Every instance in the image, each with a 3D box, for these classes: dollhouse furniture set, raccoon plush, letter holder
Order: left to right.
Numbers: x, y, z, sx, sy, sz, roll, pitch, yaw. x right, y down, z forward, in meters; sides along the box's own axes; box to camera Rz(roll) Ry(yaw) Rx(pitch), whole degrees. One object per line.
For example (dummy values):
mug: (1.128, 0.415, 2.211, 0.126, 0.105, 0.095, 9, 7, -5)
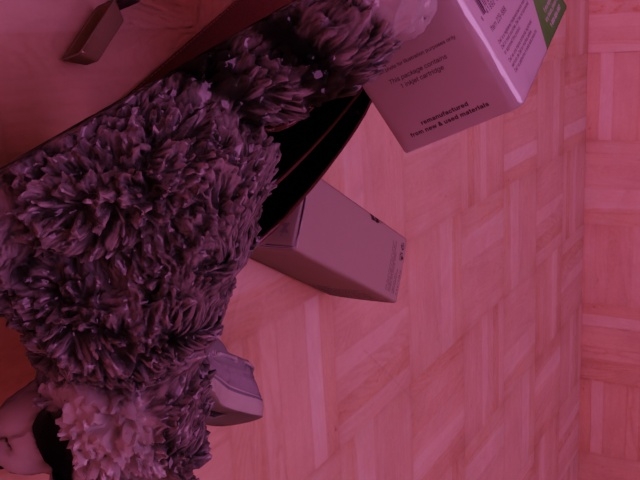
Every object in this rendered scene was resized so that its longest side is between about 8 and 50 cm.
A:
dollhouse furniture set: (-0.188, -0.214, 0.679, 0.081, 0.091, 0.114, 42, 61, -36)
raccoon plush: (-0.064, 0.031, 0.583, 0.299, 0.447, 0.216, 60, 16, -15)
letter holder: (-0.026, -0.139, 0.820, 0.301, 0.215, 0.152, -56, 139, -40)

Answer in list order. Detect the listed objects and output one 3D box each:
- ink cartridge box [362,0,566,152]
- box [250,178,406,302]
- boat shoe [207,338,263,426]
ink cartridge box: (0.076, -0.258, 0.691, 0.289, 0.122, 0.211, 54, 42, -19)
box: (0.000, 0.000, 0.991, 0.275, 0.113, 0.094, 32, 67, -58)
boat shoe: (-0.127, 0.135, 0.832, 0.227, 0.079, 0.081, 46, 30, -61)
